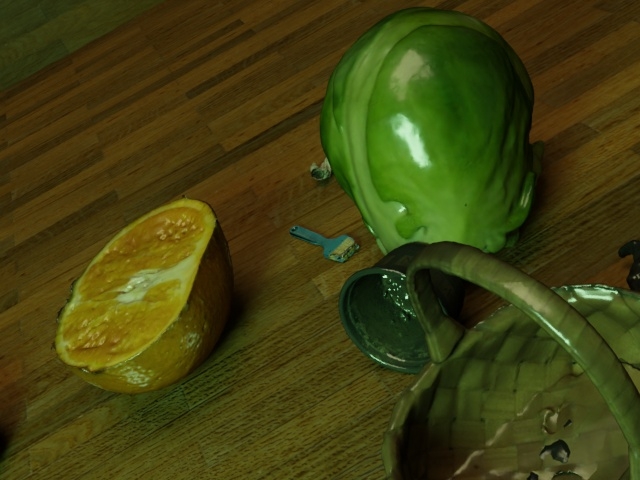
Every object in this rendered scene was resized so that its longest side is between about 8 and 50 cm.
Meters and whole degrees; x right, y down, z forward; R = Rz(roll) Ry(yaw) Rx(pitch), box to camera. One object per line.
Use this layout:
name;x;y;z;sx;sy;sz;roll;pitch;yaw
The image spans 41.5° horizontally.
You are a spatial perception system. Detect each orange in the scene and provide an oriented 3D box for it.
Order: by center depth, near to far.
orange;-0.252;0.075;1.249;0.274;0.274;0.310;-18;69;15

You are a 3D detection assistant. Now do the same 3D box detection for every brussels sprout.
brussels sprout;0.151;-0.151;1.182;0.275;0.314;0.371;-9;66;37

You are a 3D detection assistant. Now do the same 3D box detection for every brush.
brush;0.000;0.000;1.381;0.051;0.014;0.164;-41;34;-22

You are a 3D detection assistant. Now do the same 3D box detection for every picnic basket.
picnic basket;0.195;0.134;0.782;0.337;0.337;0.293;-39;33;-16

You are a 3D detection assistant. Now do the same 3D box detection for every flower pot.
flower pot;0.114;0.076;1.081;0.157;0.157;0.107;-1;31;34

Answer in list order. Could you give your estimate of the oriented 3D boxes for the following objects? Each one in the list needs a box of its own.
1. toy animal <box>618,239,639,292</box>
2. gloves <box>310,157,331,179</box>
toy animal;0.401;0.059;0.951;0.148;0.084;0.233;-18;38;17
gloves;-0.001;-0.129;1.533;0.044;0.037;0.081;17;38;15
